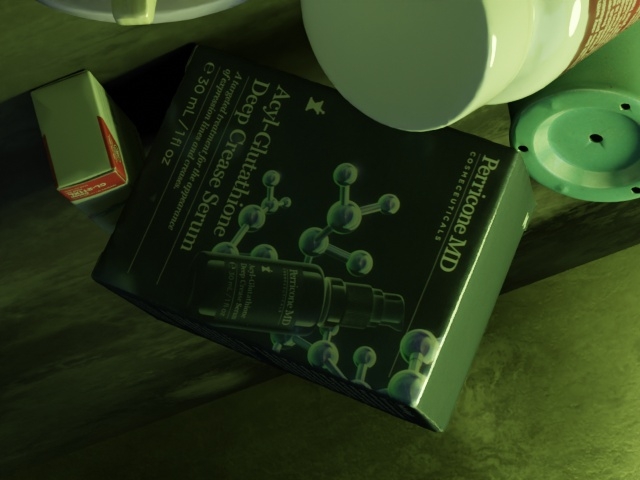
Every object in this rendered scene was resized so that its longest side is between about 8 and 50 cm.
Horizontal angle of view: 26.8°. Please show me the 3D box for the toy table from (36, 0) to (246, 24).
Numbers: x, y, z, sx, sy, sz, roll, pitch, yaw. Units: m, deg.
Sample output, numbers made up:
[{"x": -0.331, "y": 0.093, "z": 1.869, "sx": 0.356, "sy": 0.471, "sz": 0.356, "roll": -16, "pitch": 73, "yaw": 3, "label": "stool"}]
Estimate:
[{"x": -0.140, "y": -0.268, "z": 1.022, "sx": 0.274, "sy": 0.252, "sz": 0.161, "roll": -14, "pitch": 173, "yaw": 0, "label": "toy table"}]

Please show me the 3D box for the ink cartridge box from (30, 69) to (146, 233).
[{"x": -0.252, "y": -0.095, "z": 1.530, "sx": 0.072, "sy": 0.127, "sz": 0.175, "roll": -20, "pitch": 161, "yaw": 4, "label": "ink cartridge box"}]

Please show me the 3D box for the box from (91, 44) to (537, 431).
[{"x": 0.000, "y": 0.000, "z": 1.506, "sx": 0.395, "sy": 0.293, "sz": 0.212, "roll": 20, "pitch": 171, "yaw": 17, "label": "box"}]

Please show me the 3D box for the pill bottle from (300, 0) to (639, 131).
[{"x": 0.174, "y": -0.255, "z": 1.178, "sx": 0.392, "sy": 0.224, "sz": 0.224, "roll": -35, "pitch": 175, "yaw": -41, "label": "pill bottle"}]

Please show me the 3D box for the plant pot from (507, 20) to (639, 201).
[{"x": 0.317, "y": -0.191, "z": 1.467, "sx": 0.271, "sy": 0.255, "sz": 0.272, "roll": 11, "pitch": 145, "yaw": 8, "label": "plant pot"}]
